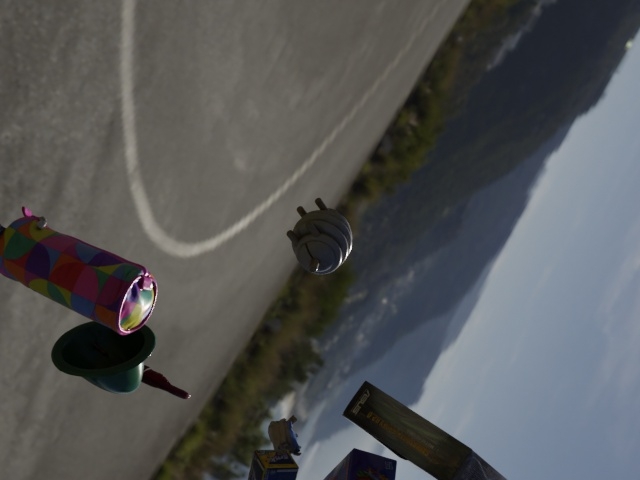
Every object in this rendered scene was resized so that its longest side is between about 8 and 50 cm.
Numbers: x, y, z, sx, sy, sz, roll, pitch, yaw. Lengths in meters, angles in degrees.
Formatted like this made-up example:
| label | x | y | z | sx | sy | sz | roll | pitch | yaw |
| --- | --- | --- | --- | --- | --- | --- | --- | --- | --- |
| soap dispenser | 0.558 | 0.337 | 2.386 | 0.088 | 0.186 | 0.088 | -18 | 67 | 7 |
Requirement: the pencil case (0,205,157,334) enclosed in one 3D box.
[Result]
| label | x | y | z | sx | sy | sz | roll | pitch | yaw |
| --- | --- | --- | --- | --- | --- | --- | --- | --- | --- |
| pencil case | -0.338 | 0.042 | 1.542 | 0.104 | 0.236 | 0.104 | -52 | 157 | -33 |

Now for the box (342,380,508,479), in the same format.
| label | x | y | z | sx | sy | sz | roll | pitch | yaw |
| --- | --- | --- | --- | --- | --- | --- | --- | --- | --- |
| box | 0.154 | 0.283 | 1.458 | 0.056 | 0.183 | 0.231 | -55 | 141 | -7 |

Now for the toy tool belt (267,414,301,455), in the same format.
| label | x | y | z | sx | sy | sz | roll | pitch | yaw |
| --- | --- | --- | --- | --- | --- | --- | --- | --- | --- |
| toy tool belt | -0.051 | 0.329 | 1.836 | 0.051 | 0.083 | 0.052 | -14 | 161 | -16 |

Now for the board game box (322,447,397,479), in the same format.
| label | x | y | z | sx | sy | sz | roll | pitch | yaw |
| --- | --- | --- | --- | --- | --- | --- | --- | --- | --- |
| board game box | 0.024 | 0.531 | 1.750 | 0.233 | 0.078 | 0.347 | 123 | -20 | -52 |

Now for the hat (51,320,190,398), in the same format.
| label | x | y | z | sx | sy | sz | roll | pitch | yaw |
| --- | --- | --- | --- | --- | --- | --- | --- | --- | --- |
| hat | -0.359 | 0.258 | 2.002 | 0.173 | 0.208 | 0.184 | -80 | 168 | -58 |

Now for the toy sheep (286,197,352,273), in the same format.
| label | x | y | z | sx | sy | sz | roll | pitch | yaw |
| --- | --- | --- | --- | --- | --- | --- | --- | --- | --- |
| toy sheep | 0.000 | 0.000 | 1.514 | 0.132 | 0.091 | 0.091 | -65 | 180 | -50 |

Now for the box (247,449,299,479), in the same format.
| label | x | y | z | sx | sy | sz | roll | pitch | yaw |
| --- | --- | --- | --- | --- | --- | --- | --- | --- | --- |
| box | -0.083 | 0.403 | 1.713 | 0.054 | 0.059 | 0.169 | -135 | -127 | -59 |
